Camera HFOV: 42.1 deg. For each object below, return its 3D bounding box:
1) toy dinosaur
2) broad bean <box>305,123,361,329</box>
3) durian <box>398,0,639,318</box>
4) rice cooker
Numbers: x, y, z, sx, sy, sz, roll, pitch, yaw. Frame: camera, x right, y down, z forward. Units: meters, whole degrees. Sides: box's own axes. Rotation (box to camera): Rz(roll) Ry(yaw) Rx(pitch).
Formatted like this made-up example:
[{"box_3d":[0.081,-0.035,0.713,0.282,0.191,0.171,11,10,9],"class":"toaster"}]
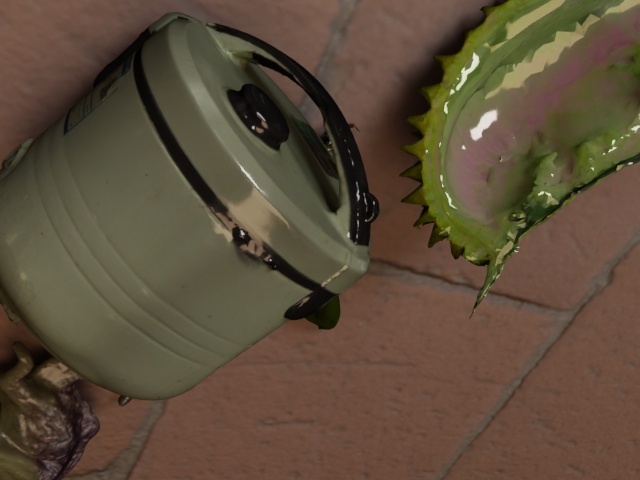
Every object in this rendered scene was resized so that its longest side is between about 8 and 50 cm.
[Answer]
[{"box_3d":[-0.285,0.178,0.785,0.162,0.077,0.294,31,115,-35],"class":"toy dinosaur"},{"box_3d":[-0.005,0.000,0.740,0.069,0.039,0.226,-8,131,-17],"class":"broad bean"},{"box_3d":[0.214,-0.114,0.618,0.352,0.169,0.158,-29,132,11],"class":"durian"},{"box_3d":[-0.089,-0.026,0.584,0.244,0.226,0.226,-38,129,18],"class":"rice cooker"}]
